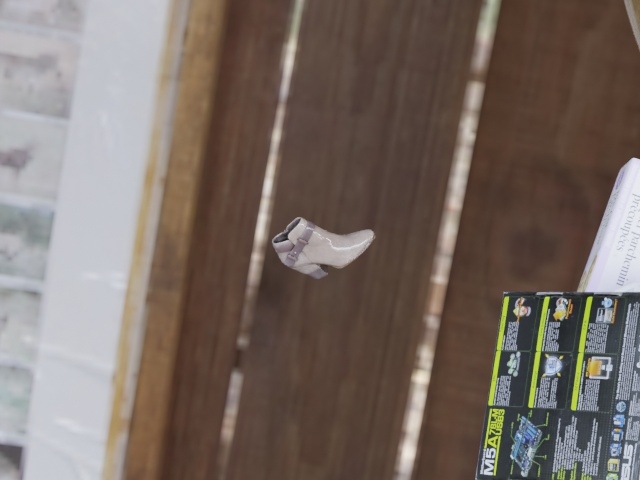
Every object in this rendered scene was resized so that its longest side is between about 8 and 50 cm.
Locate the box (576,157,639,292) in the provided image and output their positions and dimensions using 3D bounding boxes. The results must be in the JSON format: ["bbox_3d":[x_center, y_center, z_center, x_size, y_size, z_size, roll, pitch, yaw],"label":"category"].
[{"bbox_3d":[0.327,0.067,1.879,0.063,0.324,0.067,21,-10,-1],"label":"box"}]

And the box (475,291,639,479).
[{"bbox_3d":[0.241,0.143,1.539,0.045,0.190,0.184,20,-17,-42],"label":"box"}]

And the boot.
[{"bbox_3d":[0.000,0.000,2.135,0.087,0.118,0.042,44,18,-27],"label":"boot"}]

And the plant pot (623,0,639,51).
[{"bbox_3d":[0.572,-0.305,2.447,0.237,0.254,0.237,-9,33,6],"label":"plant pot"}]
